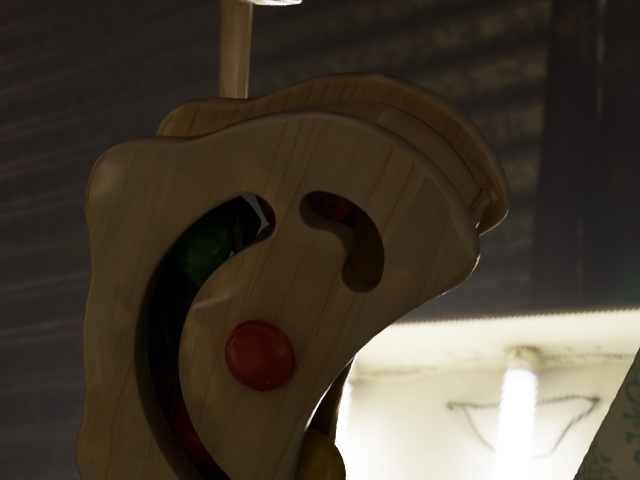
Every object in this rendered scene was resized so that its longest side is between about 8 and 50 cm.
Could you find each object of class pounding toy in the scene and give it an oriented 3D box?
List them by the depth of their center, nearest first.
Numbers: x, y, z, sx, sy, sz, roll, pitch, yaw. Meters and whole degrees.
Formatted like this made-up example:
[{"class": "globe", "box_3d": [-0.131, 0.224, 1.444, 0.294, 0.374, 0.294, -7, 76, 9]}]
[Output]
[{"class": "pounding toy", "box_3d": [0.000, 0.000, 0.582, 0.154, 0.155, 0.270, 13, -67, 14]}]

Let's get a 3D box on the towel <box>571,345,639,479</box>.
[{"class": "towel", "box_3d": [0.344, 0.247, 1.066, 0.320, 0.090, 0.375, 46, -46, 34]}]
